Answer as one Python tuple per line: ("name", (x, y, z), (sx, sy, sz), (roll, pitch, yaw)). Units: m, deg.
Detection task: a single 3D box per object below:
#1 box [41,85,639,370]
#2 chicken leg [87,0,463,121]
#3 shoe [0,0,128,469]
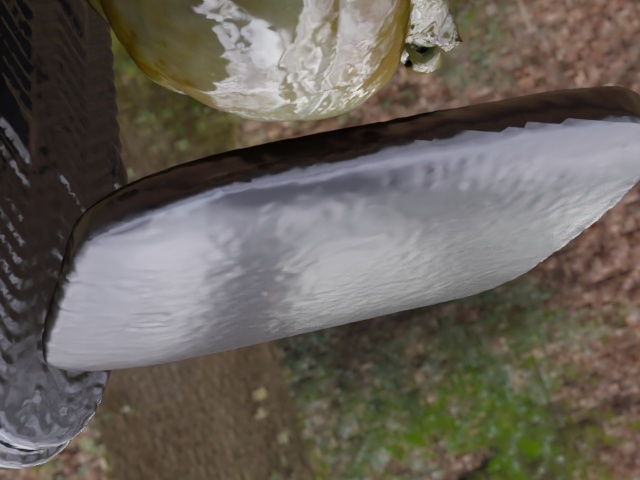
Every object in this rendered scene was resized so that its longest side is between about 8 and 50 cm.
("box", (0.000, 0.000, 0.519), (0.201, 0.042, 0.212), (-9, 165, -16))
("chicken leg", (-0.025, -0.199, 0.586), (0.153, 0.201, 0.429), (-57, 165, -29))
("shoe", (-0.235, -0.062, 0.760), (0.237, 0.384, 0.171), (-12, 163, 22))
